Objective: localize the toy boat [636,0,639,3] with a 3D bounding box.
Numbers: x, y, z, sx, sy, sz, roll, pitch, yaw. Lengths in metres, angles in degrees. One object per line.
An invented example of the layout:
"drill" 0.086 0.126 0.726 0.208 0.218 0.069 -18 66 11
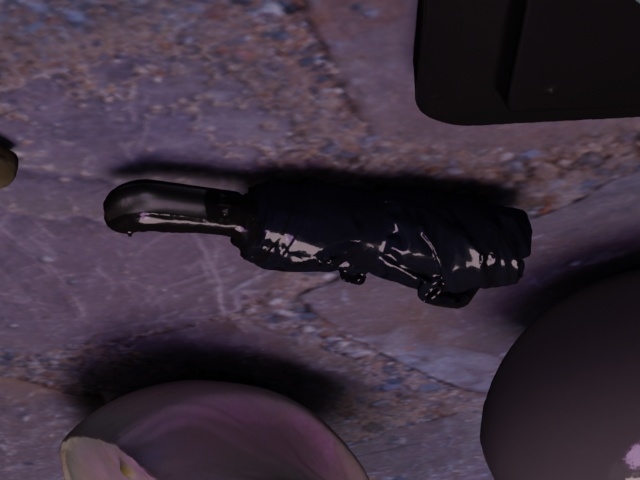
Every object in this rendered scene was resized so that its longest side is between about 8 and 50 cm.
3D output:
"toy boat" 0.170 -0.138 0.723 0.134 0.079 0.207 -9 167 28

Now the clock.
"clock" 0.183 -0.129 0.867 0.273 0.049 0.279 -4 154 -2

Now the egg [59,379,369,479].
"egg" -0.056 0.180 1.336 0.206 0.162 0.271 13 138 50

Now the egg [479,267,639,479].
"egg" 0.218 0.102 1.200 0.232 0.176 0.176 -28 147 22

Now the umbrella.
"umbrella" 0.003 -0.002 1.074 0.248 0.071 0.071 6 152 -23

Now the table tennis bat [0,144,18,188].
"table tennis bat" -0.234 -0.079 0.935 0.131 0.022 0.234 -20 149 28
